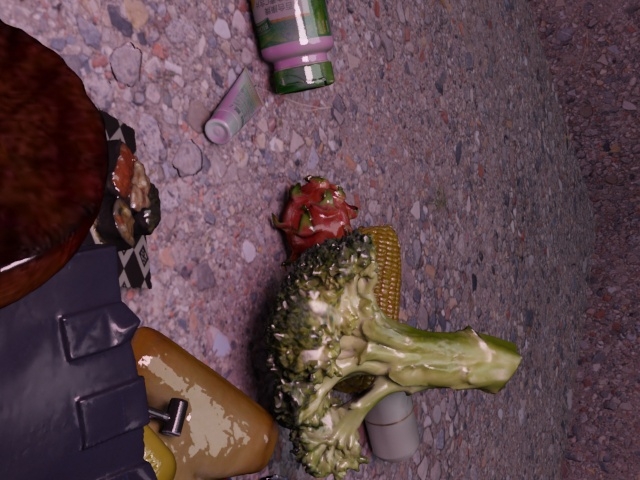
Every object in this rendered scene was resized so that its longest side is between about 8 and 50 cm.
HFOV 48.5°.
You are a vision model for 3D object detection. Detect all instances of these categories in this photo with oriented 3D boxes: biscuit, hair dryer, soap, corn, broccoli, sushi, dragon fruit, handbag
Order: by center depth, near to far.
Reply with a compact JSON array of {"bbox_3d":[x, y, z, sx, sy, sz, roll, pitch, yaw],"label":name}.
[{"bbox_3d":[-0.378,-0.087,0.569,0.407,0.091,0.407,19,40,-17],"label":"biscuit"},{"bbox_3d":[-0.272,0.173,0.681,0.269,0.118,0.325,-12,100,-49],"label":"handbag"},{"bbox_3d":[-0.234,0.260,0.861,0.140,0.045,0.089,52,46,-12],"label":"soap"},{"bbox_3d":[-0.242,-0.058,0.890,0.219,0.047,0.231,31,51,-81],"label":"sushi"},{"bbox_3d":[-0.213,0.219,0.914,0.083,0.026,0.047,26,57,-28],"label":"hair dryer"},{"bbox_3d":[-0.191,0.282,0.975,0.291,0.062,0.237,45,51,-25],"label":"biscuit"},{"bbox_3d":[0.100,0.140,1.132,0.275,0.397,0.353,-103,174,-59],"label":"broccoli"},{"bbox_3d":[-0.004,0.000,1.269,0.135,0.137,0.236,-15,100,-50],"label":"dragon fruit"},{"bbox_3d":[0.093,0.130,1.412,0.131,0.131,0.344,34,57,-50],"label":"corn"},{"bbox_3d":[0.193,0.317,1.582,0.357,0.108,0.173,-43,124,-57],"label":"hair dryer"}]

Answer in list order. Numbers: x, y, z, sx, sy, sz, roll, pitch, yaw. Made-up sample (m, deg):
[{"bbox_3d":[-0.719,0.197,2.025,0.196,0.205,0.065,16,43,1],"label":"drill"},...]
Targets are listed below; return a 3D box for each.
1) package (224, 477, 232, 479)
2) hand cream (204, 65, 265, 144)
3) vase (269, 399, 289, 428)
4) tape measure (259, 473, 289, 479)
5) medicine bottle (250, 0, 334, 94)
[{"bbox_3d":[-0.171,0.359,1.079,0.083,0.022,0.200,-39,119,-50],"label":"package"},{"bbox_3d":[-0.137,-0.220,1.181,0.076,0.047,0.174,64,31,-29],"label":"hand cream"},{"bbox_3d":[-0.029,0.267,1.260,0.148,0.081,0.081,-46,124,-45],"label":"vase"},{"bbox_3d":[-0.082,0.439,1.176,0.091,0.054,0.094,-51,138,-43],"label":"tape measure"},{"bbox_3d":[-0.051,-0.398,1.241,0.133,0.133,0.274,-29,110,-54],"label":"medicine bottle"}]
